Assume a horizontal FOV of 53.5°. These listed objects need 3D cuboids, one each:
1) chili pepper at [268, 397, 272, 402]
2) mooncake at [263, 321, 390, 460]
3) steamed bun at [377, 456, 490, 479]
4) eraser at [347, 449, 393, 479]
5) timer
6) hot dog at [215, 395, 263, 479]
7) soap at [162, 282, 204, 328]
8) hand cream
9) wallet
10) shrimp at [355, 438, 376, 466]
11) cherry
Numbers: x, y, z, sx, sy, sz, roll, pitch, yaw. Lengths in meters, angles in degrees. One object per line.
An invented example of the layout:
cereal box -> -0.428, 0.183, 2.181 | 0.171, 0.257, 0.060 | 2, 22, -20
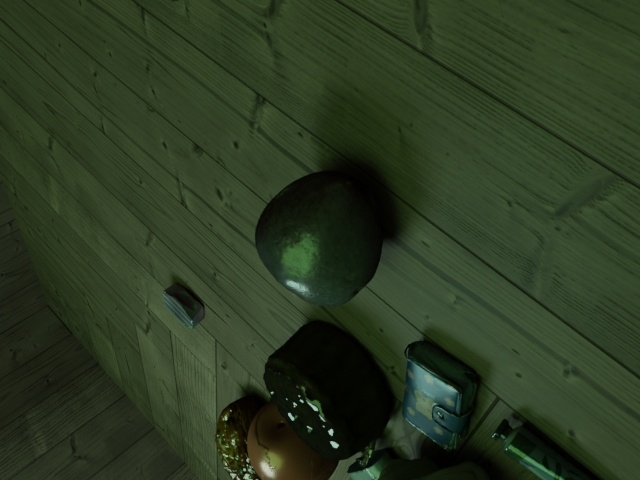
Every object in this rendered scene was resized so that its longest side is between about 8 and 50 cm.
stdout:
chili pepper -> -0.116, 0.484, 1.819 | 0.091, 0.034, 0.030 | 53, -178, 1
mooncake -> 0.007, 0.337, 1.388 | 0.290, 0.161, 0.290 | 36, 145, 30
steamed bun -> 0.206, 0.587, 1.212 | 0.339, 0.247, 0.352 | -46, 49, 49
eraser -> 0.177, 0.611, 1.499 | 0.227, 0.081, 0.174 | 50, 152, 6
timer -> -0.065, 0.506, 1.578 | 0.229, 0.229, 0.215 | 23, 150, 40
hot dog -> -0.173, 0.663, 1.921 | 0.387, 0.174, 0.267 | 54, 146, 2
soap -> -0.407, 0.196, 1.898 | 0.149, 0.056, 0.100 | 39, 147, 25
hand cream -> 0.398, 0.381, 1.026 | 0.256, 0.055, 0.088 | 34, 148, 19
wallet -> 0.213, 0.288, 1.165 | 0.141, 0.059, 0.202 | 29, 140, 32
shrimp -> 0.095, 0.487, 1.496 | 0.034, 0.091, 0.161 | 17, 156, -8
cherry -> 0.000, 0.000, 1.054 | 0.213, 0.183, 0.266 | 36, 133, 2
